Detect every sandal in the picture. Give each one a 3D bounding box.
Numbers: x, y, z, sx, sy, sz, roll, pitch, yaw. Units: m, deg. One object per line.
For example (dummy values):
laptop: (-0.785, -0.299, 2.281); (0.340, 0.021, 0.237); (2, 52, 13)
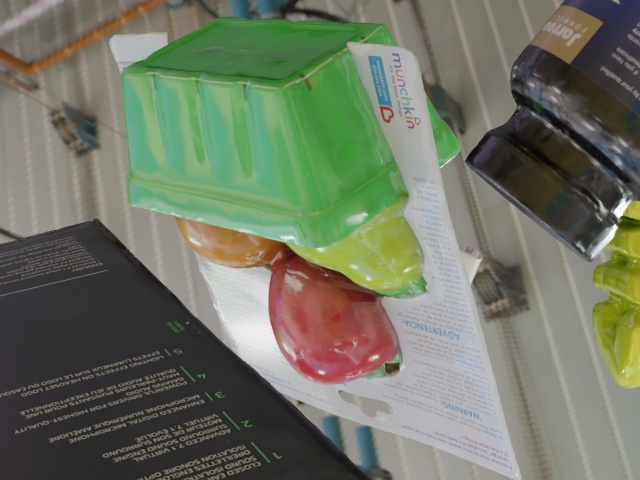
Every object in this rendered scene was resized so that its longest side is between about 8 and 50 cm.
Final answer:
sandal: (0.287, -0.046, 0.928); (0.138, 0.126, 0.317); (0, -78, -4)

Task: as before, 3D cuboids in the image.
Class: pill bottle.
pill bottle: (0.186, -0.100, 0.686); (0.219, 0.123, 0.123); (-51, -125, 5)

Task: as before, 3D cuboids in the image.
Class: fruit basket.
fruit basket: (0.000, 0.000, 0.943); (0.327, 0.353, 0.165); (12, -135, 46)

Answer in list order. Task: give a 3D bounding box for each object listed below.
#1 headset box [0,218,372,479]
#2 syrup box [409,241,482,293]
headset box: (-0.134, 0.116, 0.374); (0.283, 0.246, 0.131); (31, -47, 58)
syrup box: (0.055, 0.014, 1.370); (0.237, 0.096, 0.093); (23, -83, 8)
